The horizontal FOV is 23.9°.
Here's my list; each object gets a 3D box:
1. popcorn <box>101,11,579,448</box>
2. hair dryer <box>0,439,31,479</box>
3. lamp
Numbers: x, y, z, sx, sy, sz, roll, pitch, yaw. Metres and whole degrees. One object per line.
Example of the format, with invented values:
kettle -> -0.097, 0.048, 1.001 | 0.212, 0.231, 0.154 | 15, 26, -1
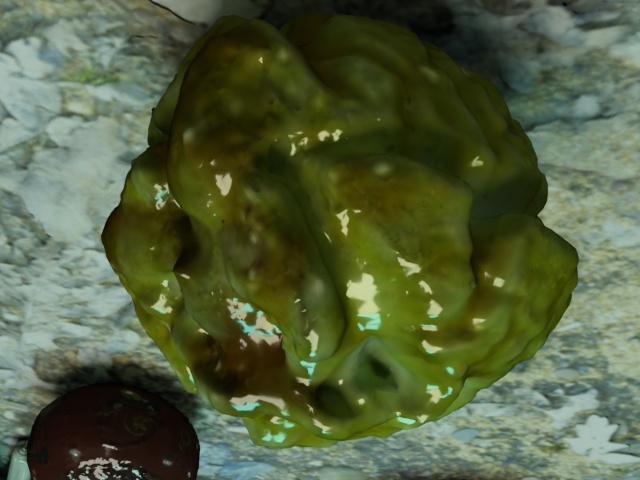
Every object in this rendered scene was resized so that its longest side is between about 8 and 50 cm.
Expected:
popcorn -> 0.003, 0.004, 0.931 | 0.247, 0.282, 0.282 | -9, 155, -32
hair dryer -> -0.294, 0.241, 1.511 | 0.082, 0.047, 0.137 | 14, 137, -6
lamp -> -0.186, 0.203, 1.351 | 0.157, 0.135, 0.156 | 17, 143, -10
